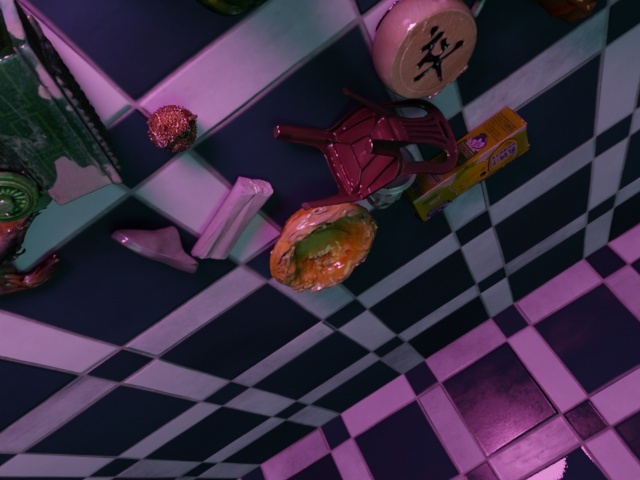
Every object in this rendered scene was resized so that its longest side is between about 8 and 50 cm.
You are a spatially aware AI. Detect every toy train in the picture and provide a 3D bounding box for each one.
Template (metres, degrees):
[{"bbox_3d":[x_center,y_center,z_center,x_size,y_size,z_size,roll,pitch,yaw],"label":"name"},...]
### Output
[{"bbox_3d":[-0.402,-0.147,0.642,0.201,0.145,0.266,-28,147,-9],"label":"toy train"}]

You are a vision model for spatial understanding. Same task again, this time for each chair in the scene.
[{"bbox_3d":[0.103,-0.177,0.960,0.183,0.176,0.326,-30,165,38],"label":"chair"}]

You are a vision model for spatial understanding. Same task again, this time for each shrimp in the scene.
[{"bbox_3d":[-0.509,0.013,0.859,0.296,0.058,0.169,-39,153,20],"label":"shrimp"}]

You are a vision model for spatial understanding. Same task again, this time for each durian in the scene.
[{"bbox_3d":[-0.228,-0.178,0.791,0.091,0.080,0.080,-18,151,20],"label":"durian"}]

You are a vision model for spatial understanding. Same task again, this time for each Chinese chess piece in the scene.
[{"bbox_3d":[0.184,-0.343,0.888,0.188,0.083,0.188,-20,148,-13],"label":"Chinese chess piece"}]

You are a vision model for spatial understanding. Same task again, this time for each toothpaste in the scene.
[{"bbox_3d":[0.352,-0.183,1.233,0.327,0.077,0.110,-35,145,8],"label":"toothpaste"}]

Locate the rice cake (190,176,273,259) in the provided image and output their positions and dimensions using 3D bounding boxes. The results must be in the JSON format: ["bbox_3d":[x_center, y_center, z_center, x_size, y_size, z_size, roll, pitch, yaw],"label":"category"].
[{"bbox_3d":[-0.187,-0.042,1.037,0.080,0.042,0.222,12,129,-40],"label":"rice cake"}]

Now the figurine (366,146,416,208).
[{"bbox_3d":[0.141,-0.131,1.122,0.132,0.132,0.154,-25,159,-8],"label":"figurine"}]

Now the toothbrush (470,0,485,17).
[{"bbox_3d":[0.322,-0.501,0.841,0.024,0.018,0.257,-12,142,-36],"label":"toothbrush"}]

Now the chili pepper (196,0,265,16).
[{"bbox_3d":[-0.150,-0.379,0.446,0.167,0.213,0.385,-33,125,12],"label":"chili pepper"}]

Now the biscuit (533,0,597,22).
[{"bbox_3d":[0.469,-0.457,0.750,0.268,0.366,0.115,19,85,-29],"label":"biscuit"}]

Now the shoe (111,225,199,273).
[{"bbox_3d":[-0.314,0.005,0.992,0.195,0.079,0.078,34,76,-46],"label":"shoe"}]

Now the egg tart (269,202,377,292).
[{"bbox_3d":[0.000,0.000,1.167,0.288,0.118,0.288,-19,146,-13],"label":"egg tart"}]
